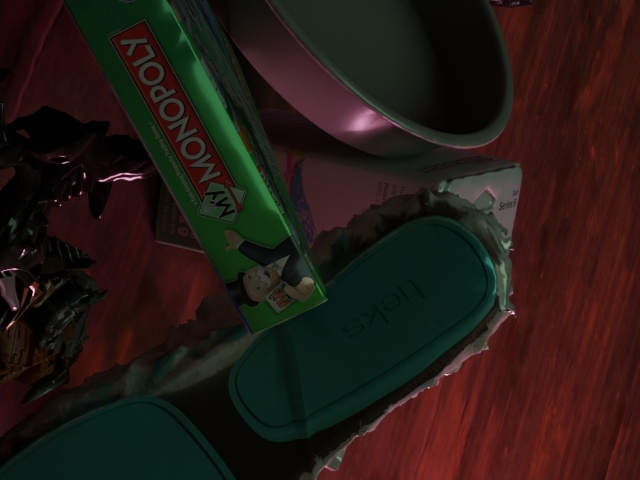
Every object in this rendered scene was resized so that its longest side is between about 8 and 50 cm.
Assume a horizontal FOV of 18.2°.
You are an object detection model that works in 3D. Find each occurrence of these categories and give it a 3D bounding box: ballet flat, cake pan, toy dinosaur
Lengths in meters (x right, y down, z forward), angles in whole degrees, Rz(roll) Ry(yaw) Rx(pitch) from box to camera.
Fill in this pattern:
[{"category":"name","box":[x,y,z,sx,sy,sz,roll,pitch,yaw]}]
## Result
[{"category":"ballet flat","box":[-0.058,0.108,1.234,0.409,0.147,0.147,-31,145,-1]},{"category":"cake pan","box":[0.014,-0.174,1.339,0.293,0.054,0.293,35,35,-29]},{"category":"toy dinosaur","box":[-0.198,0.020,1.059,0.322,0.164,0.218,-50,165,-82]}]

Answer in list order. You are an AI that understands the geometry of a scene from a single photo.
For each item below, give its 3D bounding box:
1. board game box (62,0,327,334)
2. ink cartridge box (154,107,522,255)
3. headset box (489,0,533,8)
[{"category":"board game box","box":[-0.086,-0.117,1.061,0.213,0.046,0.317,63,3,-30]},{"category":"ink cartridge box","box":[0.015,-0.027,1.394,0.154,0.212,0.093,-15,114,-63]},{"category":"headset box","box":[0.178,-0.261,1.860,0.062,0.032,0.083,-19,118,-62]}]
